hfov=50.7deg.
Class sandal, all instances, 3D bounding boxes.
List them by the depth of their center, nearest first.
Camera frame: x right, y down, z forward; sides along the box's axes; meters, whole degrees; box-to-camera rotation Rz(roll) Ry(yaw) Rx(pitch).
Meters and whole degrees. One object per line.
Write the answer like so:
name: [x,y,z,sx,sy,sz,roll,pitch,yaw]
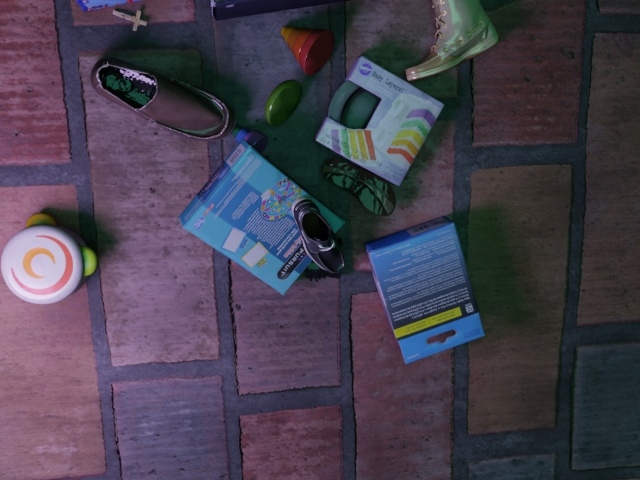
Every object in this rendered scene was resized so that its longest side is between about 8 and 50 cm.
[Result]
sandal: [0.102,-0.142,1.776,0.219,0.060,0.090,28,91,2]

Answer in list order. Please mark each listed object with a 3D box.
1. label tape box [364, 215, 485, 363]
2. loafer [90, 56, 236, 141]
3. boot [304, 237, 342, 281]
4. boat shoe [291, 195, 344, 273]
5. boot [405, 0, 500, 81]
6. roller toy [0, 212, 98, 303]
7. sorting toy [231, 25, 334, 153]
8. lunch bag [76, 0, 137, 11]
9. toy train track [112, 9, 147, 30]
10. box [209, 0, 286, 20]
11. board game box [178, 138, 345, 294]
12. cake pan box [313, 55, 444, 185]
label tape box: [0.281,0.132,1.830,0.241,0.106,0.333,-19,105,-2]
loafer: [-0.384,-0.331,1.630,0.366,0.130,0.133,17,100,-11]
boot: [0.008,0.051,1.810,0.099,0.045,0.121,1,104,-6]
boat shoe: [0.000,0.000,1.694,0.084,0.079,0.233,-33,122,-8]
boot: [0.301,-0.533,1.693,0.262,0.095,0.203,-27,105,-3]
roller toy: [-0.675,0.055,1.669,0.209,0.146,0.191,38,86,-8]
sorting toy: [-0.116,-0.391,1.685,0.126,0.127,0.365,37,99,16]
lunch bag: [-0.487,-0.707,1.548,0.221,0.138,0.293,-11,94,-2]
toy train track: [-0.461,-0.539,1.637,0.083,0.014,0.048,19,106,-5]
box: [-0.049,-0.775,1.492,0.480,0.297,0.471,-10,102,-6]
board game box: [-0.144,-0.053,1.703,0.336,0.079,0.254,38,96,-31]
cake pan box: [0.145,-0.308,1.738,0.267,0.070,0.245,29,95,-12]
